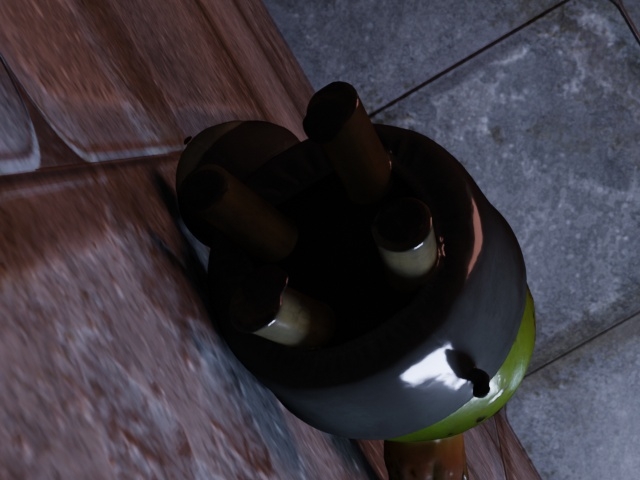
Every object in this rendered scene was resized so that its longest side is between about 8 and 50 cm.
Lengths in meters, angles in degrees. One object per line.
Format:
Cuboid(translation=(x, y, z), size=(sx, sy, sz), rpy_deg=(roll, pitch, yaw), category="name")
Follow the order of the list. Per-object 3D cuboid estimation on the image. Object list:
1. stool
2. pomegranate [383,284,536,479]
Cuboid(translation=(-0.005, 0.008, 0.861), size=(0.228, 0.153, 0.139), rpy_deg=(12, -19, 31), category="stool")
Cuboid(translation=(0.061, 0.075, 1.056), size=(0.159, 0.159, 0.205), rpy_deg=(-100, -175, -75), category="pomegranate")
